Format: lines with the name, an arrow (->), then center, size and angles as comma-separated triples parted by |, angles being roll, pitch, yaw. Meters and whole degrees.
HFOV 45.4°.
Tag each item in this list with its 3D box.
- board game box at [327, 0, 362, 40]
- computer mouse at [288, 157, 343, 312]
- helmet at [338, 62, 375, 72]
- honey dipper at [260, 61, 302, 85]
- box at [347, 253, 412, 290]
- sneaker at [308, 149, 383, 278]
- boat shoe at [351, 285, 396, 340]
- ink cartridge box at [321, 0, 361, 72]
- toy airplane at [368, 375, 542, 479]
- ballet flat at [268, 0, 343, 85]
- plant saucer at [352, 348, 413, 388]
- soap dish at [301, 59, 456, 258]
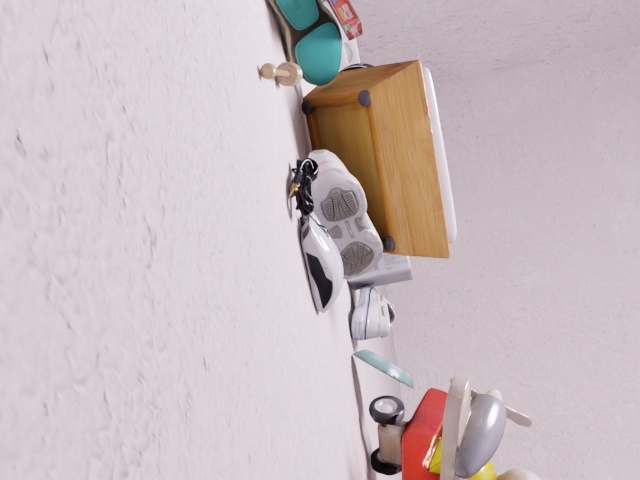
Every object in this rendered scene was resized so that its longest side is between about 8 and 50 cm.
board game box -> -0.021, -0.411, 1.052 | 0.281, 0.027, 0.145 | 60, 9, -6
computer mouse -> 0.000, 0.000, 0.955 | 0.106, 0.042, 0.193 | -89, 167, -64
helmet -> 0.083, -0.274, 1.572 | 0.169, 0.169, 0.161 | 69, 29, -60
honey dipper -> -0.047, -0.197, 0.908 | 0.160, 0.030, 0.030 | -60, 140, -76
box -> 0.116, 0.046, 1.532 | 0.137, 0.126, 0.072 | 57, 22, -75
sneaker -> 0.029, -0.039, 1.091 | 0.232, 0.090, 0.115 | 80, -5, -49
boat shoe -> 0.106, 0.146, 1.459 | 0.226, 0.076, 0.083 | -60, 155, -73
ink cartridge box -> 0.032, -0.470, 1.711 | 0.219, 0.093, 0.160 | -92, 170, -48
toy airplane -> 0.212, 0.405, 1.157 | 0.386, 0.272, 0.384 | 76, 13, -74
ballet flat -> -0.026, -0.316, 1.078 | 0.248, 0.086, 0.086 | 65, 17, -65
plant saucer -> 0.112, 0.217, 1.318 | 0.021, 0.119, 0.119 | -61, 166, -7
soap dish -> 0.084, -0.115, 1.166 | 0.229, 0.118, 0.290 | 11, -65, 58
